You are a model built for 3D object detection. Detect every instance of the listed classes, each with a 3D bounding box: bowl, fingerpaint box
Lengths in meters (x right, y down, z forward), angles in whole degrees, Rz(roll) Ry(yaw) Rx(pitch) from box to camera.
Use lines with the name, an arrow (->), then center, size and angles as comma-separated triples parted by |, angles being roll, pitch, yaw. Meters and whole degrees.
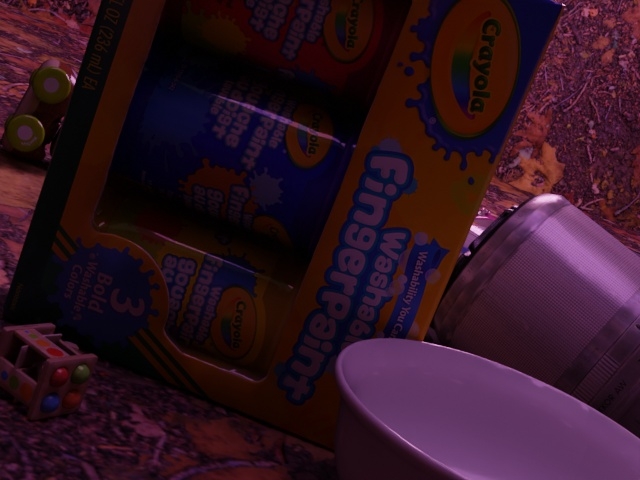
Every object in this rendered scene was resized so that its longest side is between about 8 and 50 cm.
bowl -> 0.129, 0.200, 0.834 | 0.298, 0.134, 0.298 | 20, 14, -5
fingerpaint box -> -0.039, -0.075, 0.994 | 0.371, 0.444, 0.163 | 22, 14, 1

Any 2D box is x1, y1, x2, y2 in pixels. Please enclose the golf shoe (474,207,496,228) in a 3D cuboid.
golf shoe -> 0.112, 0.020, 1.616 | 0.306, 0.140, 0.115 | -1, 12, 4

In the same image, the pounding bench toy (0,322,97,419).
pounding bench toy -> -0.210, 0.104, 0.863 | 0.065, 0.052, 0.083 | 29, 15, 28

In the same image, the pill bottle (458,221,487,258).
pill bottle -> 0.260, 0.091, 1.451 | 0.152, 0.152, 0.272 | 8, 19, -44

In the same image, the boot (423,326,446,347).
boot -> 0.023, 0.094, 1.248 | 0.263, 0.091, 0.229 | 29, 9, 15

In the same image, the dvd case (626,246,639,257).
dvd case -> 0.371, 0.067, 1.620 | 0.180, 0.253, 0.022 | 25, 56, 14

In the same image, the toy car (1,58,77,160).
toy car -> -0.347, -0.157, 1.551 | 0.188, 0.149, 0.155 | 29, -1, -19

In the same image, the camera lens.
camera lens -> 0.283, 0.099, 1.215 | 0.274, 0.219, 0.219 | 41, 19, 17
